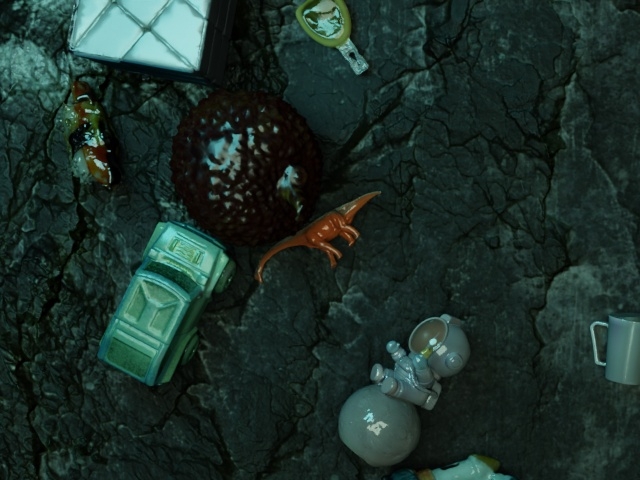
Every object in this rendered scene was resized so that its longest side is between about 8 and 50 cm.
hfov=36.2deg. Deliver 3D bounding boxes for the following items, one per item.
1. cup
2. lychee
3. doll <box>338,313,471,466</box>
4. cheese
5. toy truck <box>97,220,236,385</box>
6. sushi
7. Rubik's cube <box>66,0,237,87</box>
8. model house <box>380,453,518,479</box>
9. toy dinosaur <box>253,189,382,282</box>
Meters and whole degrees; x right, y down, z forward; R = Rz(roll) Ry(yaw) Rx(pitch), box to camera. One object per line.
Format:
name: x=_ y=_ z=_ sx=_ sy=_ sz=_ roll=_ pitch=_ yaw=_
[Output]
cup: x=0.507 y=0.178 z=1.663 sx=0.104 sy=0.074 sz=0.116 roll=11 pitch=98 yaw=31
lychee: x=-0.117 y=-0.119 z=1.639 sx=0.300 sy=0.264 sz=0.264 roll=33 pitch=96 yaw=37
doll: x=0.154 y=0.251 z=1.679 sx=0.151 sy=0.151 sz=0.287 roll=38 pitch=89 yaw=5
cheese: x=0.030 y=-0.361 z=1.725 sx=0.086 sy=0.036 sz=0.162 roll=-35 pitch=86 yaw=8
toy truck: x=-0.270 y=0.109 z=1.718 sx=0.155 sy=0.156 sz=0.278 roll=28 pitch=96 yaw=6
sushi: x=-0.413 y=-0.180 z=1.761 sx=0.103 sy=0.097 sz=0.226 roll=-17 pitch=74 yaw=2
Rubik's cube: x=-0.274 y=-0.396 z=1.670 sx=0.231 sy=0.224 sz=0.221 roll=11 pitch=94 yaw=6
model house: x=0.279 y=0.459 z=1.626 sx=0.291 sy=0.253 sz=0.184 roll=-16 pitch=103 yaw=-9
toy dinosaur: x=0.002 y=0.001 z=1.731 sx=0.280 sy=0.055 sz=0.101 roll=-41 pitch=77 yaw=8
